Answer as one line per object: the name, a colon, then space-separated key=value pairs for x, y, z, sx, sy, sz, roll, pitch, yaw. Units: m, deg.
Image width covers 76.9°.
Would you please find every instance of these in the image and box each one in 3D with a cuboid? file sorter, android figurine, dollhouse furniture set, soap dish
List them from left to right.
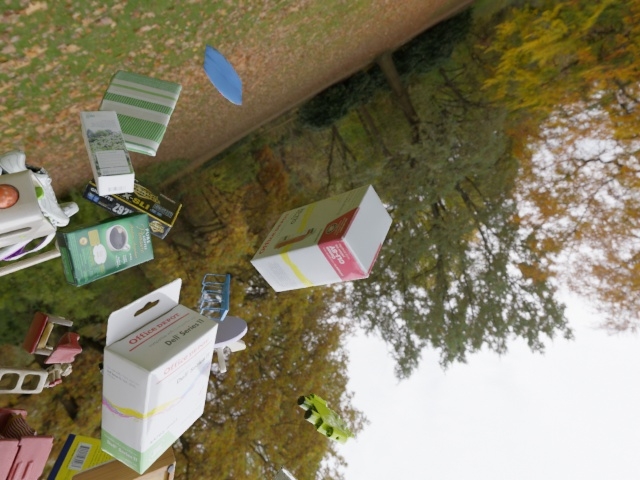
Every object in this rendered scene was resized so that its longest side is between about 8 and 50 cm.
dollhouse furniture set: x=-0.739 y=0.371 z=0.988 sx=0.202 sy=0.152 sz=0.373 roll=6 pitch=-105 yaw=36
soap dish: x=-0.562 y=0.739 z=1.153 sx=0.118 sy=0.228 sz=0.291 roll=11 pitch=-178 yaw=36
file sorter: x=-0.458 y=0.243 z=1.745 sx=0.118 sy=0.105 sz=0.170 roll=125 pitch=-34 yaw=-49
android figurine: x=0.028 y=0.722 z=1.623 sx=0.056 sy=0.273 sz=0.248 roll=-51 pitch=-155 yaw=-2

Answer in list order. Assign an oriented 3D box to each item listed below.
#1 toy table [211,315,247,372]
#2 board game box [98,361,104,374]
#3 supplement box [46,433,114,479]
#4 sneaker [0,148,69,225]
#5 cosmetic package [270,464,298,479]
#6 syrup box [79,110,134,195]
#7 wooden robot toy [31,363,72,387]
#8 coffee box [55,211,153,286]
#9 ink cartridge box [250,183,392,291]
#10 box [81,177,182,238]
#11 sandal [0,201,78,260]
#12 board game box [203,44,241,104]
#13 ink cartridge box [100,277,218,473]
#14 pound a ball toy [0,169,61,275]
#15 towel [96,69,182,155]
toy table: x=-0.492 y=0.491 z=1.956 sx=0.275 sy=0.160 sz=0.252 roll=-3 pitch=-147 yaw=-8
board game box: x=-0.520 y=0.368 z=1.129 sx=0.126 sy=0.186 sz=0.026 roll=-20 pitch=-129 yaw=-20
supplement box: x=-0.808 y=0.894 z=1.519 sx=0.195 sy=0.357 sz=0.194 roll=-87 pitch=-158 yaw=-49
sneaker: x=-0.908 y=-0.161 z=1.296 sx=0.110 sy=0.292 sz=0.118 roll=30 pitch=-115 yaw=38
cosmetic package: x=-0.030 y=0.670 z=0.888 sx=0.153 sy=0.296 sz=0.129 roll=-46 pitch=165 yaw=-21
syrup box: x=-0.620 y=-0.257 z=1.171 sx=0.093 sy=0.236 sz=0.096 roll=-13 pitch=158 yaw=-32
wooden robot toy: x=-0.898 y=0.461 z=1.387 sx=0.173 sy=0.076 sz=0.079 roll=-29 pitch=156 yaw=12
coffee box: x=-0.442 y=0.011 z=0.845 sx=0.041 sy=0.113 sz=0.184 roll=8 pitch=-159 yaw=27
ink cartridge box: x=0.000 y=0.000 z=1.314 sx=0.385 sy=0.160 sz=0.279 roll=-15 pitch=-148 yaw=38
box: x=-0.735 y=-0.159 z=1.609 sx=0.079 sy=0.322 sz=0.257 roll=-52 pitch=-158 yaw=16
sandal: x=-1.045 y=-0.008 z=1.468 sx=0.170 sy=0.102 sz=0.416 roll=-2 pitch=-146 yaw=29
board game box: x=-0.262 y=-0.420 z=1.049 sx=0.033 sy=0.133 sz=0.168 roll=-25 pitch=-128 yaw=23
ink cartridge box: x=-0.338 y=0.281 z=0.862 sx=0.119 sy=0.353 sz=0.207 roll=22 pitch=-156 yaw=17
pound a ball toy: x=-0.705 y=-0.026 z=0.850 sx=0.320 sy=0.208 sz=0.135 roll=-18 pitch=165 yaw=-20
towel: x=-0.670 y=-0.466 z=1.459 sx=0.038 sy=0.248 sz=0.324 roll=117 pitch=-17 yaw=-64
